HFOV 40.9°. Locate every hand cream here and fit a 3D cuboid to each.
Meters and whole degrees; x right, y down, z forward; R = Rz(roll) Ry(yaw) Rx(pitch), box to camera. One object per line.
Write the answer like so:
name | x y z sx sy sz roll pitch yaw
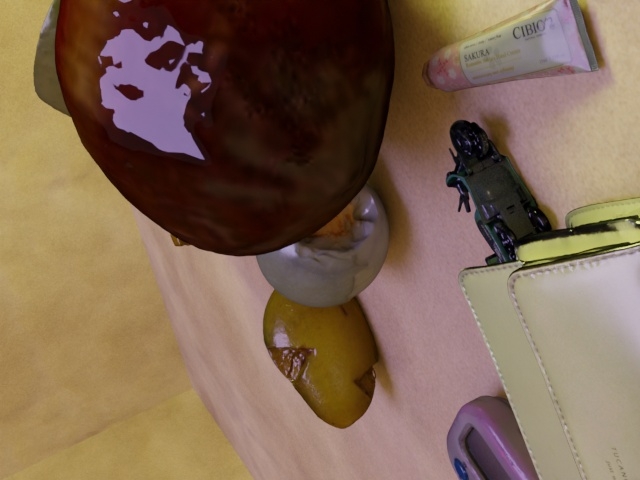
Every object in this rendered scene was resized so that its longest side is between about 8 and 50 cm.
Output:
hand cream | 0.160 -0.164 0.760 0.209 0.043 0.067 0 112 64

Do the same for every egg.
egg | 0.000 0.000 1.166 0.183 0.183 0.217 63 168 10

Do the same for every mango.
mango | 0.005 0.177 1.410 0.262 0.167 0.130 61 175 6

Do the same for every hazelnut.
hazelnut | -0.093 -0.187 0.929 0.421 0.353 0.421 -6 83 56

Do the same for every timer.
timer | 0.238 0.297 1.048 0.208 0.069 0.191 57 159 27

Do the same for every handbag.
handbag | 0.273 0.153 0.655 0.237 0.160 0.358 -14 99 63

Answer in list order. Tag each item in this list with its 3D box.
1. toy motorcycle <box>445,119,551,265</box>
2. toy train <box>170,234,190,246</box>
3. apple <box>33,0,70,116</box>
toy motorcycle | 0.170 -0.038 0.853 0.173 0.058 0.100 63 167 4
toy train | -0.254 -0.178 1.667 0.249 0.178 0.429 1 114 57
apple | -0.262 -0.335 1.216 0.360 0.311 0.320 157 103 -80
